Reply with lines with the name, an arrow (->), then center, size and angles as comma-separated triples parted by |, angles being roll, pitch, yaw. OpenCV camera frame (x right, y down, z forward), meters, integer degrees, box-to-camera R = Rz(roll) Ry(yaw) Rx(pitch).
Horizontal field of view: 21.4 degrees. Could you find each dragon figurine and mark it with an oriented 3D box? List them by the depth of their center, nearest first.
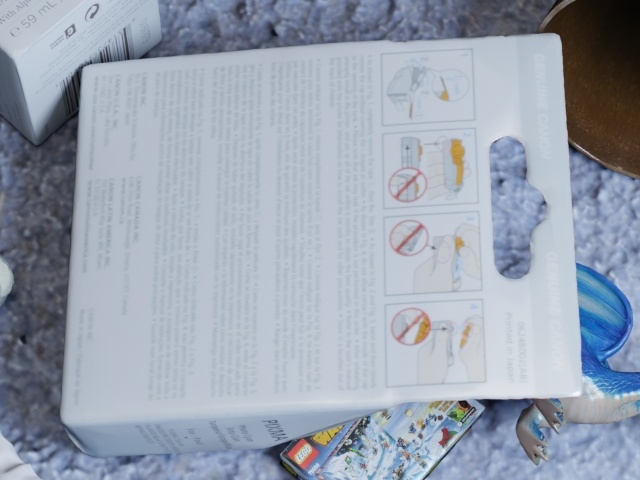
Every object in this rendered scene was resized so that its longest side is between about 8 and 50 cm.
dragon figurine -> 0.183, 0.075, 1.298 | 0.144, 0.085, 0.289 | -26, 57, -31

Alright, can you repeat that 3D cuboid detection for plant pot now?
plant pot -> 0.308, -0.199, 1.389 | 0.215, 0.215, 0.230 | 22, 53, 7

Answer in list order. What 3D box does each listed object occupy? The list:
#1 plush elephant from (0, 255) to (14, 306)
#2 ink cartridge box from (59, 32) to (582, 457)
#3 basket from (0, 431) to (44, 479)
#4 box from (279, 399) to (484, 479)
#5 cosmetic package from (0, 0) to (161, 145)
plush elephant -> -0.409, 0.081, 1.191 | 0.272, 0.255, 0.330 | 16, 67, 5
ink cartridge box -> 0.000, 0.000, 1.300 | 0.385, 0.091, 0.308 | -3, 65, 7
basket -> -0.263, 0.289, 0.971 | 0.266, 0.331, 0.328 | -19, 33, -25
box -> 0.047, 0.150, 1.302 | 0.094, 0.027, 0.137 | 41, 70, 13
cosmetic package -> -0.248, -0.212, 1.384 | 0.184, 0.151, 0.151 | 40, 71, 15
